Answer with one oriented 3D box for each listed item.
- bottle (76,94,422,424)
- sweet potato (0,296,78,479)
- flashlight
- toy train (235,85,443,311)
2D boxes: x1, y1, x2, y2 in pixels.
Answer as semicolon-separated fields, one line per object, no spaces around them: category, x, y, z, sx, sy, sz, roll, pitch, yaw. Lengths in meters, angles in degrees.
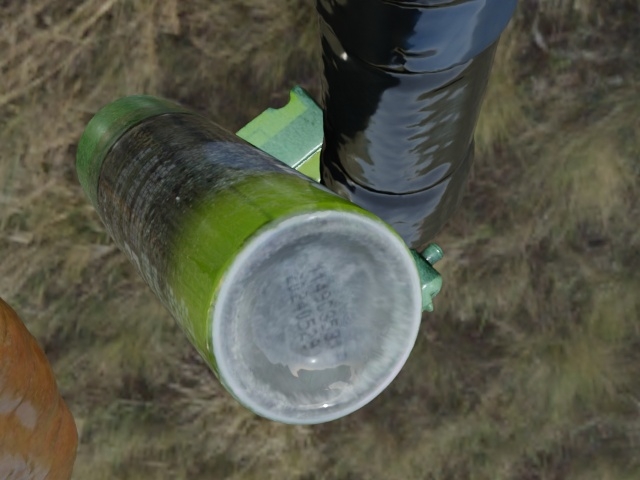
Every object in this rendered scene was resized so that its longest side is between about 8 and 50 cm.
bottle;-0.060;-0.012;0.563;0.093;0.330;0.093;-6;107;-21
sweet potato;-0.135;0.045;0.337;0.097;0.097;0.252;-6;148;11
flashlight;0.041;-0.100;0.463;0.103;0.103;0.424;0;160;2
toy train;0.000;0.000;0.758;0.200;0.132;0.083;48;166;6
